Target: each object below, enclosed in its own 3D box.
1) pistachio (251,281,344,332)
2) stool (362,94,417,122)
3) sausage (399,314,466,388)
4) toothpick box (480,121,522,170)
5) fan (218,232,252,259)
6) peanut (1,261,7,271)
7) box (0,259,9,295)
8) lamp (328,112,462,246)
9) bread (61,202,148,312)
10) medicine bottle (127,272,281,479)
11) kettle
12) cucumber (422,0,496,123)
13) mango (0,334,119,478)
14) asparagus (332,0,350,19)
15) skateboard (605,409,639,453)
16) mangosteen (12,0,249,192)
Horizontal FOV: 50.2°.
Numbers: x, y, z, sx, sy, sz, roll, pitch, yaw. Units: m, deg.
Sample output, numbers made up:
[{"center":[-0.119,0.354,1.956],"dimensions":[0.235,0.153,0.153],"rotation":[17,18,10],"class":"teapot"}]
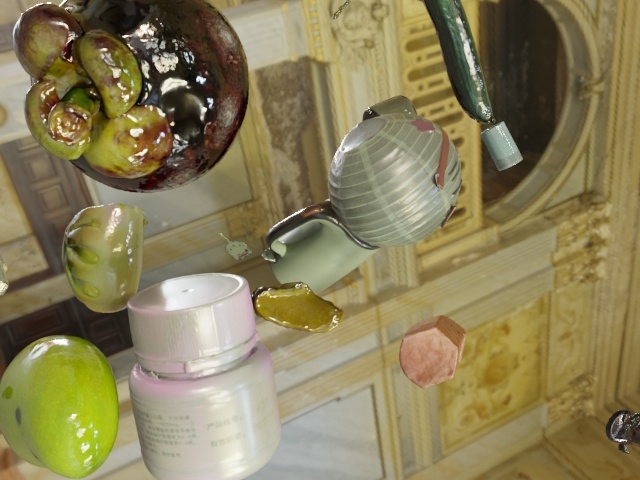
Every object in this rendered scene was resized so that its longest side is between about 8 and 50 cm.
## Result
[{"center":[-0.041,0.120,1.232],"dimensions":[0.049,0.173,0.089],"rotation":[83,23,-66],"class":"pistachio"},{"center":[0.150,-0.261,1.490],"dimensions":[0.096,0.110,0.096],"rotation":[36,-42,43],"class":"stool"},{"center":[0.125,0.112,0.733],"dimensions":[0.065,0.065,0.169],"rotation":[66,13,7],"class":"sausage"},{"center":[0.355,-0.185,1.341],"dimensions":[0.083,0.052,0.052],"rotation":[62,-18,-6],"class":"toothpick box"},{"center":[-0.180,0.011,1.403],"dimensions":[0.056,0.004,0.083],"rotation":[-25,-56,36],"class":"fan"},{"center":[-0.803,0.066,1.657],"dimensions":[0.037,0.083,0.037],"rotation":[176,-90,-87],"class":"peanut"},{"center":[-0.784,0.011,1.476],"dimensions":[0.211,0.045,0.270],"rotation":[41,-3,-39],"class":"box"},{"center":[0.135,-0.104,1.202],"dimensions":[0.265,0.233,0.233],"rotation":[-78,166,-51],"class":"lamp"},{"center":[-0.428,0.042,1.348],"dimensions":[0.156,0.158,0.260],"rotation":[-124,-137,-60],"class":"bread"},{"center":[-0.198,0.225,1.143],"dimensions":[0.241,0.241,0.301],"rotation":[-156,-123,-64],"class":"medicine bottle"},{"center":[0.000,0.000,1.465],"dimensions":[0.255,0.240,0.165],"rotation":[-34,-124,45],"class":"kettle"},{"center":[0.115,-0.182,0.596],"dimensions":[0.184,0.033,0.036],"rotation":[65,-17,-17],"class":"cucumber"},{"center":[-0.334,0.212,0.882],"dimensions":[0.293,0.143,0.175],"rotation":[2,-95,60],"class":"mango"},{"center":[0.085,-0.569,1.561],"dimensions":[0.013,0.166,0.016],"rotation":[48,8,35],"class":"asparagus"},{"center":[0.488,0.289,1.050],"dimensions":[0.080,0.067,0.151],"rotation":[32,-13,-1],"class":"skateboard"},{"center":[-0.255,-0.214,0.905],"dimensions":[0.297,0.314,0.296],"rotation":[-13,-110,41],"class":"mangosteen"}]
